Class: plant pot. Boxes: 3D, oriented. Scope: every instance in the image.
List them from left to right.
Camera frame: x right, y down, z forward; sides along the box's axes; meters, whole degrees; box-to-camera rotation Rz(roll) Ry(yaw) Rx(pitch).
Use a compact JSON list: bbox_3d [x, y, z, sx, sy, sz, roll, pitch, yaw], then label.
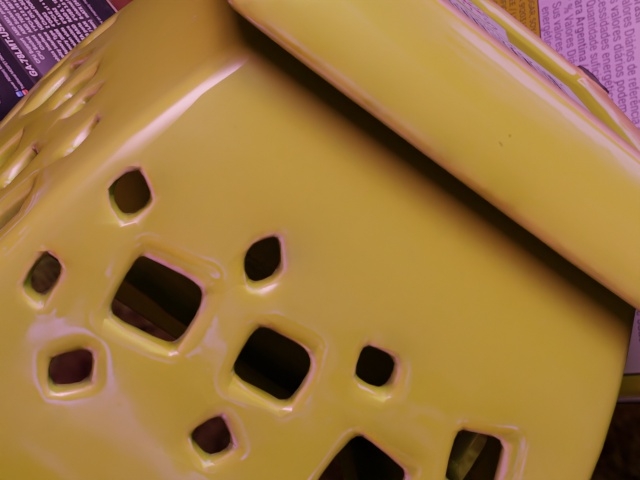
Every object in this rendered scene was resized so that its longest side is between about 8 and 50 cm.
[{"bbox_3d":[0.000,0.000,0.565,0.228,0.207,0.227,36,14,-17],"label":"plant pot"}]

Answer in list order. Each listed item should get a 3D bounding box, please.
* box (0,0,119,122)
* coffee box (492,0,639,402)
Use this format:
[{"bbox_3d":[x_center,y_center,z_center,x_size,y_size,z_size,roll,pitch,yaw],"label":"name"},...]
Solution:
[{"bbox_3d":[-0.267,-0.120,0.690,0.293,0.073,0.295,-25,68,-40],"label":"box"},{"bbox_3d":[0.280,-0.100,0.707,0.338,0.334,0.338,1,83,-29],"label":"coffee box"}]
